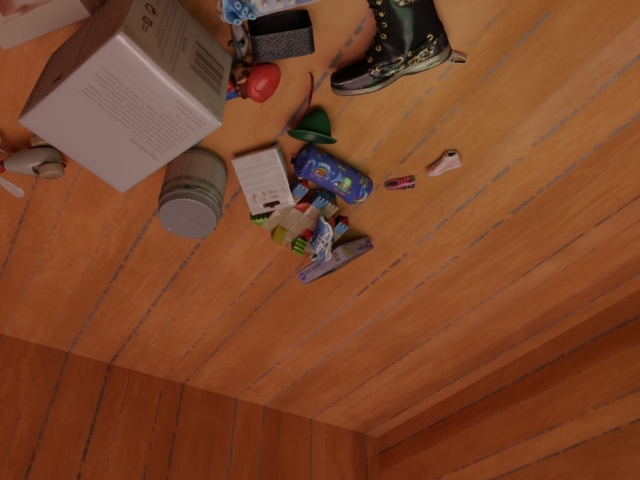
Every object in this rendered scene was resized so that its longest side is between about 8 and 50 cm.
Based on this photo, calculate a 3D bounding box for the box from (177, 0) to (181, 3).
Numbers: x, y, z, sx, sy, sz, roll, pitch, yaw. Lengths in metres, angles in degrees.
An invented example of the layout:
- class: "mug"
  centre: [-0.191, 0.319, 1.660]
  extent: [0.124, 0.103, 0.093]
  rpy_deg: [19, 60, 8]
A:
- class: "box"
  centre: [-0.545, -0.588, 1.620]
  extent: [0.121, 0.147, 0.311]
  rpy_deg: [31, 128, -30]

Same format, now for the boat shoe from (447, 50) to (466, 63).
- class: "boat shoe"
  centre: [0.406, -0.566, 1.733]
  extent: [0.100, 0.035, 0.035]
  rpy_deg: [9, 137, -11]

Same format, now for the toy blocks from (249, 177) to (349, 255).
- class: "toy blocks"
  centre: [-0.041, -0.101, 2.164]
  extent: [0.382, 0.190, 0.261]
  rpy_deg: [30, 119, -29]

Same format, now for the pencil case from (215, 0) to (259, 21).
- class: "pencil case"
  centre: [-0.206, -0.763, 1.413]
  extent: [0.184, 0.159, 0.410]
  rpy_deg: [-14, 140, -14]

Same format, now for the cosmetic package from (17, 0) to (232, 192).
- class: "cosmetic package"
  centre: [-0.494, -0.404, 1.474]
  extent: [0.394, 0.329, 0.327]
  rpy_deg: [-28, 133, 25]

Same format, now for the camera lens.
- class: "camera lens"
  centre: [-0.450, -0.171, 1.984]
  extent: [0.220, 0.274, 0.219]
  rpy_deg: [0, 138, 0]

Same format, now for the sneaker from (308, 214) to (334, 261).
- class: "sneaker"
  centre: [0.000, 0.000, 2.103]
  extent: [0.081, 0.080, 0.211]
  rpy_deg: [-14, 126, -19]

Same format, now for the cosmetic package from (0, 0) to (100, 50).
- class: "cosmetic package"
  centre: [-0.771, -0.657, 1.537]
  extent: [0.297, 0.153, 0.129]
  rpy_deg: [-15, 137, 13]

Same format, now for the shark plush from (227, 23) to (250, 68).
- class: "shark plush"
  centre: [-0.251, -0.595, 1.706]
  extent: [0.067, 0.073, 0.161]
  rpy_deg: [26, 156, 0]

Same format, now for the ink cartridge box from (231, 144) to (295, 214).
- class: "ink cartridge box"
  centre: [-0.201, -0.218, 2.032]
  extent: [0.181, 0.056, 0.224]
  rpy_deg: [-12, 115, 17]

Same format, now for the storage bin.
- class: "storage bin"
  centre: [-0.114, -0.592, 1.620]
  extent: [0.180, 0.122, 0.084]
  rpy_deg: [-10, 137, -3]

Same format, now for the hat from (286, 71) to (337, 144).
- class: "hat"
  centre: [-0.010, -0.434, 1.884]
  extent: [0.173, 0.183, 0.208]
  rpy_deg: [10, 180, -21]

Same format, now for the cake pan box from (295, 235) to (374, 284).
- class: "cake pan box"
  centre: [0.058, 0.084, 2.320]
  extent: [0.267, 0.070, 0.246]
  rpy_deg: [-33, 170, 31]

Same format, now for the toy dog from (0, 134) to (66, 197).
- class: "toy dog"
  centre: [-1.041, -0.263, 1.969]
  extent: [0.334, 0.219, 0.161]
  rpy_deg: [5, 170, 4]

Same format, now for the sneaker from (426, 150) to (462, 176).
- class: "sneaker"
  centre: [0.443, -0.285, 2.035]
  extent: [0.135, 0.050, 0.070]
  rpy_deg: [-19, 133, 15]

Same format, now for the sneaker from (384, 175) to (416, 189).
- class: "sneaker"
  centre: [0.305, -0.208, 2.128]
  extent: [0.120, 0.047, 0.057]
  rpy_deg: [-8, 149, 10]

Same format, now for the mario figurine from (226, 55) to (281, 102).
- class: "mario figurine"
  centre: [-0.269, -0.503, 1.723]
  extent: [0.321, 0.198, 0.170]
  rpy_deg: [-5, 121, 23]

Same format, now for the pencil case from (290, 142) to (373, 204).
- class: "pencil case"
  centre: [0.043, -0.234, 2.029]
  extent: [0.306, 0.119, 0.133]
  rpy_deg: [26, 98, -26]

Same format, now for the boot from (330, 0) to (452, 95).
- class: "boot"
  centre: [0.176, -0.597, 1.620]
  extent: [0.378, 0.138, 0.284]
  rpy_deg: [-16, 137, 11]

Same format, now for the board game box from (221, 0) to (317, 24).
- class: "board game box"
  centre: [-0.069, -0.752, 1.367]
  extent: [0.390, 0.050, 0.389]
  rpy_deg: [-24, 143, -22]
